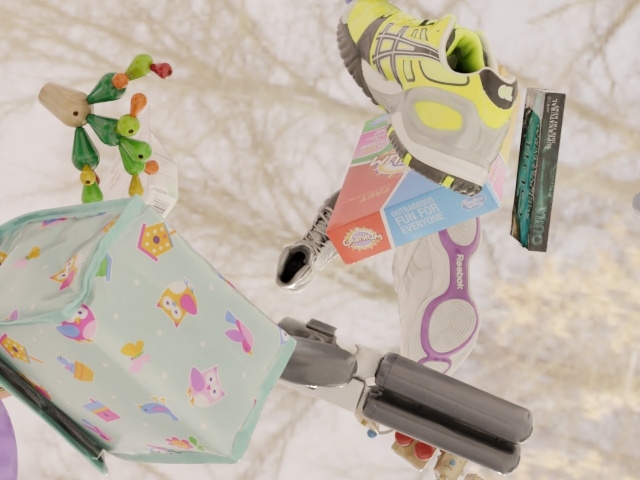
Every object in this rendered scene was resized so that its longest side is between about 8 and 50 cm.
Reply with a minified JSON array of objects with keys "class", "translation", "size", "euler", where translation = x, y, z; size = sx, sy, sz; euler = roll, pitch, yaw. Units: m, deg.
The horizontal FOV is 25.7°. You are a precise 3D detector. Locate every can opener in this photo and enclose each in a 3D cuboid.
[{"class":"can opener","translation":[0.067,0.159,1.383],"size":[0.095,0.283,0.076],"euler":[-47,-23,-66]}]

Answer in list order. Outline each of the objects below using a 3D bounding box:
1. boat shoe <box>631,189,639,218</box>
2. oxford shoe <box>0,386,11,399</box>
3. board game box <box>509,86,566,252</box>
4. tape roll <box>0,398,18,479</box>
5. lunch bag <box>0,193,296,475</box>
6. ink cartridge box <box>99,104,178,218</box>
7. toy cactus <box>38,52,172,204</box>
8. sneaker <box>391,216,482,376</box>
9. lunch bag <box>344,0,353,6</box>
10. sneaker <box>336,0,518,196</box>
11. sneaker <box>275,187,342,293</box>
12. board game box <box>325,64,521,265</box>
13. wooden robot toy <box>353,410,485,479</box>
[{"class":"boat shoe","translation":[0.489,-0.054,1.665],"size":[0.080,0.228,0.076],"euler":[-86,-28,-56]},{"class":"oxford shoe","translation":[-0.549,0.158,2.112],"size":[0.140,0.397,0.146],"euler":[-110,6,-51]},{"class":"board game box","translation":[0.257,-0.087,1.674],"size":[0.126,0.026,0.186],"euler":[-106,22,-81]},{"class":"tape roll","translation":[-0.417,0.248,1.537],"size":[0.080,0.189,0.189],"euler":[7,-85,-44]},{"class":"lunch bag","translation":[-0.196,0.088,1.215],"size":[0.223,0.262,0.160],"euler":[47,-127,-31]},{"class":"ink cartridge box","translation":[-0.273,-0.067,2.055],"size":[0.181,0.056,0.225],"euler":[-53,23,27]},{"class":"toy cactus","translation":[-0.282,-0.158,1.823],"size":[0.112,0.180,0.219],"euler":[-26,-39,-57]},{"class":"sneaker","translation":[0.170,0.078,2.142],"size":[0.114,0.152,0.305],"euler":[17,-106,-26]},{"class":"lunch bag","translation":[0.175,-0.405,1.883],"size":[0.303,0.243,0.115],"euler":[-20,-88,-26]},{"class":"sneaker","translation":[0.136,-0.203,1.661],"size":[0.145,0.385,0.147],"euler":[19,-64,-32]},{"class":"sneaker","translation":[0.000,0.000,2.427],"size":[0.229,0.086,0.132],"euler":[-54,-7,4]},{"class":"board game box","translation":[0.153,-0.112,2.000],"size":[0.064,0.242,0.316],"euler":[57,-153,-23]},{"class":"wooden robot toy","translation":[0.122,0.208,1.509],"size":[0.079,0.173,0.076],"euler":[-52,-10,-17]}]
